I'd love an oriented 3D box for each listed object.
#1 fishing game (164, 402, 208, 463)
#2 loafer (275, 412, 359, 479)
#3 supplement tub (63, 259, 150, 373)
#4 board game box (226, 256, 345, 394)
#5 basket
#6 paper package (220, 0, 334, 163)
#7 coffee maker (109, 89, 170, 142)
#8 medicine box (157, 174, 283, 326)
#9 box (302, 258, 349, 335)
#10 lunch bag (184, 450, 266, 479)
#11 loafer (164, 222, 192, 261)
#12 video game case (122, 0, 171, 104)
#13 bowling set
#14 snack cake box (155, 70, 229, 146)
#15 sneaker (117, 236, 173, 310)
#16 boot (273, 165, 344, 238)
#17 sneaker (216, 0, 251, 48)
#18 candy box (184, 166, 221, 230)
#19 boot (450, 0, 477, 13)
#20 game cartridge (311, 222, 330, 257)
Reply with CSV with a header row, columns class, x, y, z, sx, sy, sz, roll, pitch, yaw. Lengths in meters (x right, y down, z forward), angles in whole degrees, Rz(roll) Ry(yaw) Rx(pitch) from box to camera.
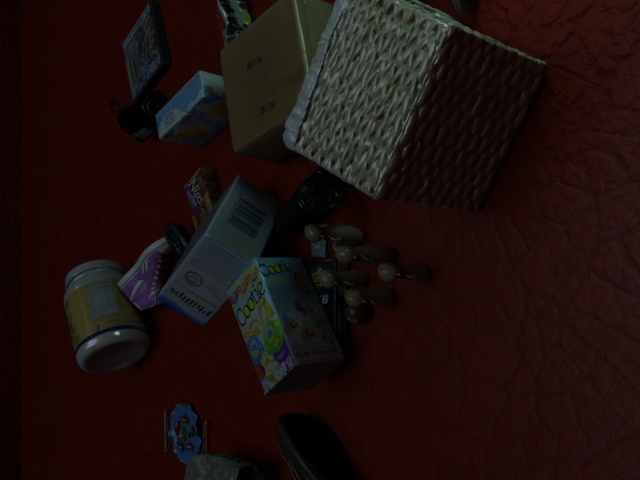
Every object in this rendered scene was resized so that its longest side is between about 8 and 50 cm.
class,x,y,z,sx,sy,sz,roll,pitch,yaw
fishing game,-0.420,0.589,2.070,0.264,0.041,0.189,0,90,49
loafer,-0.004,0.542,1.513,0.366,0.134,0.130,50,123,40
supplement tub,-0.732,0.256,2.306,0.241,0.241,0.331,-50,52,35
board game box,-0.085,0.190,1.550,0.142,0.144,0.275,-48,54,37
basket,0.169,-0.246,1.231,0.266,0.328,0.331,42,118,40
paper package,-0.081,-0.386,1.655,0.325,0.168,0.309,-23,71,46
coffee maker,-0.589,-0.419,2.249,0.178,0.171,0.120,-17,58,46
medicine box,-0.256,0.026,1.745,0.289,0.149,0.263,-47,15,37
box,-0.020,0.134,1.628,0.220,0.051,0.175,-3,85,49
lunch bag,-0.232,0.687,1.744,0.235,0.169,0.287,-8,85,49
loafer,-0.388,0.038,2.055,0.080,0.078,0.220,-34,77,29
video game case,-0.621,-0.664,2.409,0.248,0.035,0.274,-36,61,42
bowling set,0.075,0.093,1.442,0.287,0.154,0.199,26,107,48
snack cake box,-0.348,-0.376,1.976,0.264,0.152,0.089,-29,66,45
sneaker,-0.525,0.117,2.208,0.161,0.102,0.282,50,119,12
boot,-0.037,-0.069,1.561,0.207,0.094,0.246,-49,8,34
sneaker,-0.239,-0.571,1.930,0.118,0.107,0.279,128,135,-57
candy box,-0.342,-0.113,2.024,0.109,0.053,0.186,-41,58,40
boot,0.222,-0.524,1.383,0.208,0.076,0.189,-4,70,42
game cartridge,0.000,0.000,1.644,0.056,0.017,0.083,4,90,53
